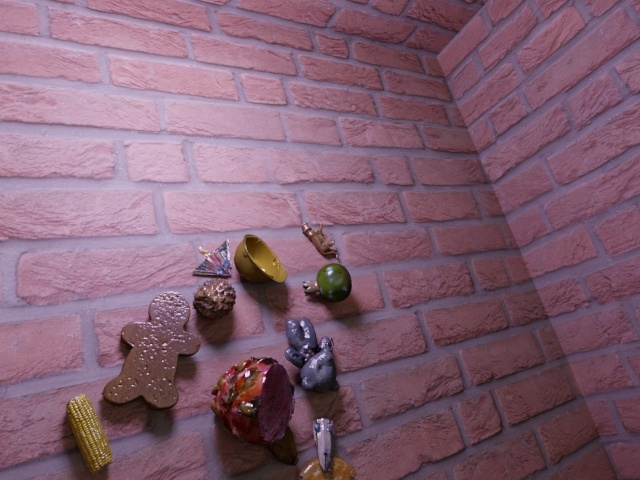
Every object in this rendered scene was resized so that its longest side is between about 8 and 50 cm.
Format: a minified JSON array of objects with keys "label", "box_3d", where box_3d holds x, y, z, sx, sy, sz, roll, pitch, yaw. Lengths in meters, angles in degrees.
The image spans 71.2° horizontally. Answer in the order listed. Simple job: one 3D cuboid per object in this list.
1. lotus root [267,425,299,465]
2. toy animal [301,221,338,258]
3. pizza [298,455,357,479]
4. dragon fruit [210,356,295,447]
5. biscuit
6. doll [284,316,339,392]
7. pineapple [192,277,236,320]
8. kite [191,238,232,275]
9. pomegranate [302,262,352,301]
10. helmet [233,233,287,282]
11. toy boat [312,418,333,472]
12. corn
[{"label":"lotus root","box_3d":[-0.139,0.774,1.684,0.108,0.094,0.190,-31,89,-3]},{"label":"toy animal","box_3d":[0.000,0.000,2.183,0.099,0.057,0.241,-36,89,-31]},{"label":"pizza","box_3d":[0.028,0.901,1.734,0.247,0.058,0.127,-1,64,-30]},{"label":"dragon fruit","box_3d":[-0.267,0.589,1.615,0.296,0.263,0.314,-70,149,-50]},{"label":"biscuit","box_3d":[-0.587,0.391,1.626,0.283,0.064,0.431,14,58,-14]},{"label":"doll","box_3d":[-0.031,0.467,1.858,0.246,0.158,0.340,5,61,-42]},{"label":"pineapple","box_3d":[-0.409,0.224,1.768,0.166,0.166,0.193,51,23,1]},{"label":"kite","box_3d":[-0.443,0.081,1.902,0.183,0.014,0.241,38,53,-5]},{"label":"pomegranate","box_3d":[0.031,0.200,2.036,0.225,0.187,0.186,-12,71,-5]},{"label":"helmet","box_3d":[-0.280,0.107,1.907,0.257,0.140,0.205,51,19,-10]},{"label":"toy boat","box_3d":[0.014,0.796,1.745,0.085,0.066,0.210,2,46,-6]},{"label":"corn","box_3d":[-0.734,0.611,1.417,0.081,0.081,0.248,-21,78,-36]}]
